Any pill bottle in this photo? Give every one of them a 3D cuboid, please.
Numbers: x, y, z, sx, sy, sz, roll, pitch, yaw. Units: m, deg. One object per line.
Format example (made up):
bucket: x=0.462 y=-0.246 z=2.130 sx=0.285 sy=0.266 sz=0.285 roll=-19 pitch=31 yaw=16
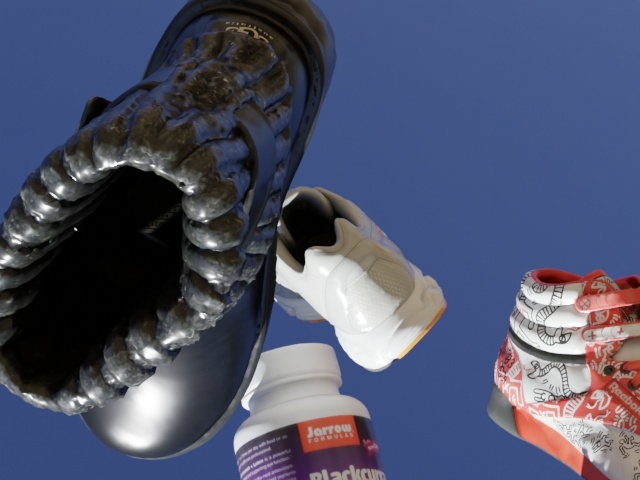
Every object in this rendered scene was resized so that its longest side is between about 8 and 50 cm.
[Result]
pill bottle: x=-0.005 y=0.181 z=1.363 sx=0.108 sy=0.108 sz=0.194 roll=-1 pitch=-114 yaw=-33

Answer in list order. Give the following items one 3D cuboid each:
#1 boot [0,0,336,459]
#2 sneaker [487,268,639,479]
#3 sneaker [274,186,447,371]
boot: x=-0.102 y=0.037 z=0.997 sx=0.131 sy=0.348 sz=0.260 roll=17 pitch=-149 yaw=3
sneaker: x=0.240 y=0.111 z=1.371 sx=0.090 sy=0.145 sz=0.270 roll=-2 pitch=-160 yaw=-40
sneaker: x=0.000 y=0.000 z=1.346 sx=0.099 sy=0.262 sz=0.121 roll=-42 pitch=-67 yaw=-9
